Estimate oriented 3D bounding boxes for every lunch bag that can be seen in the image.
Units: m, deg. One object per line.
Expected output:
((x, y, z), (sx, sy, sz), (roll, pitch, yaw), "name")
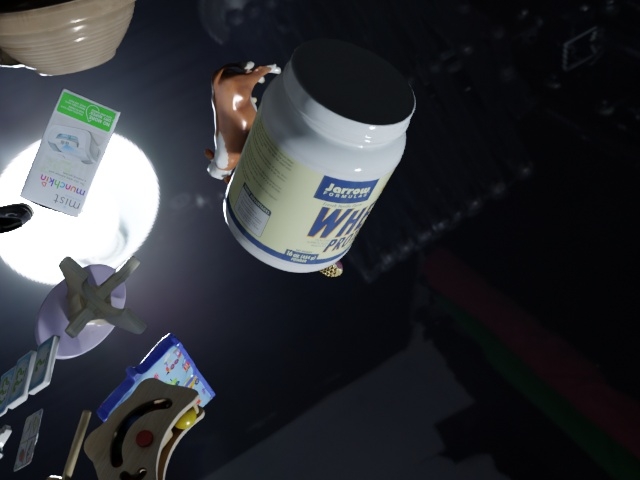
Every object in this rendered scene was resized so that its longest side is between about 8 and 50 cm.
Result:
((-0.375, 0.332, 1.750), (0.138, 0.221, 0.293), (35, -22, 22), "lunch bag")

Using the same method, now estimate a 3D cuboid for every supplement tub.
((-0.006, -0.131, 1.281), (0.235, 0.235, 0.325), (53, -41, 24), "supplement tub")

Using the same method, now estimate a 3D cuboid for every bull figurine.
((-0.183, -0.276, 1.857), (0.101, 0.188, 0.310), (36, -38, 28), "bull figurine")

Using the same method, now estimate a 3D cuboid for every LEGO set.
((-0.443, 0.261, 1.095), (0.060, 0.182, 0.244), (29, 46, -33), "LEGO set")

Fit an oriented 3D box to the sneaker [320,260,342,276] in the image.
((0.000, 0.000, 1.756), (0.185, 0.084, 0.069), (44, -33, 25), "sneaker")

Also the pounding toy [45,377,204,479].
((-0.295, 0.332, 1.275), (0.154, 0.269, 0.155), (30, -31, 21), "pounding toy")

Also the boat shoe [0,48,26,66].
((-0.597, -0.427, 1.724), (0.324, 0.116, 0.123), (-57, 157, -62), "boat shoe")

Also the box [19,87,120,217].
((-0.511, -0.181, 1.661), (0.127, 0.231, 0.262), (22, 2, -17), "box")

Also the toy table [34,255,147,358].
((-0.549, 0.153, 1.927), (0.252, 0.274, 0.161), (36, -36, -22), "toy table")

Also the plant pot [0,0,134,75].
((-0.366, -0.309, 1.152), (0.237, 0.237, 0.110), (38, -35, 53), "plant pot")

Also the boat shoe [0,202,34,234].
((-0.858, -0.048, 2.104), (0.065, 0.206, 0.075), (-87, 162, -55), "boat shoe")
